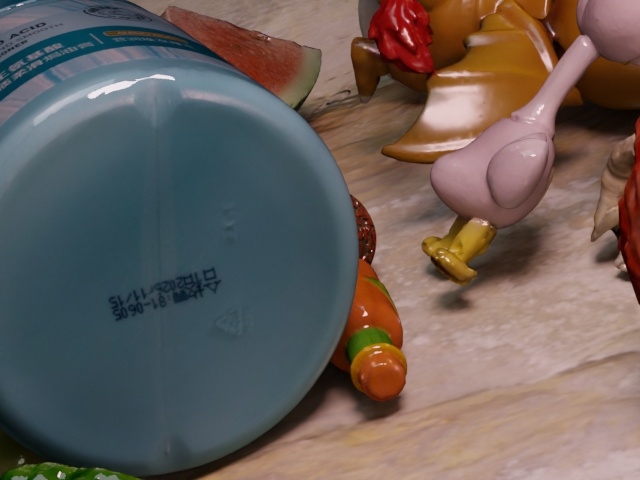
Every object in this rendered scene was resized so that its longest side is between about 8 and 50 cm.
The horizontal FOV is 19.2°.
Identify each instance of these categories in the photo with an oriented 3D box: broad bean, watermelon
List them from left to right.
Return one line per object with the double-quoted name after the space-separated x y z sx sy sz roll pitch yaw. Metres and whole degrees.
-0.239 0.170 1.529 0.063 0.045 0.083 -21 31 -4 "broad bean"
-0.130 -0.151 2.025 0.256 0.176 0.260 -19 44 17 "watermelon"

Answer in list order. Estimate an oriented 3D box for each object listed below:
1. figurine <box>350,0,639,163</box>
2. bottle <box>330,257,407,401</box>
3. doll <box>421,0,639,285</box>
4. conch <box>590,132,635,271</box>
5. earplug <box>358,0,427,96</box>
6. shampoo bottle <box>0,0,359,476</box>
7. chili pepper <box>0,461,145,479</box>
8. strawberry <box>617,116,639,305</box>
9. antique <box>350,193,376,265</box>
0.221 -0.211 1.807 0.387 0.268 0.401 4 61 10 "figurine"
0.033 0.075 1.517 0.069 0.069 0.187 -19 25 -2 "bottle"
0.207 -0.124 1.585 0.365 0.094 0.160 -48 8 4 "doll"
0.315 -0.057 1.510 0.245 0.163 0.178 -38 27 25 "conch"
0.159 -0.294 2.140 0.185 0.185 0.324 -11 18 15 "earplug"
-0.175 -0.015 1.530 0.331 0.331 0.342 -24 25 -14 "shampoo bottle"
-0.127 0.214 1.304 0.253 0.083 0.099 10 36 39 "chili pepper"
0.337 -0.041 1.259 0.292 0.310 0.292 -12 27 6 "strawberry"
0.000 0.000 1.662 0.104 0.104 0.104 -15 23 7 "antique"
